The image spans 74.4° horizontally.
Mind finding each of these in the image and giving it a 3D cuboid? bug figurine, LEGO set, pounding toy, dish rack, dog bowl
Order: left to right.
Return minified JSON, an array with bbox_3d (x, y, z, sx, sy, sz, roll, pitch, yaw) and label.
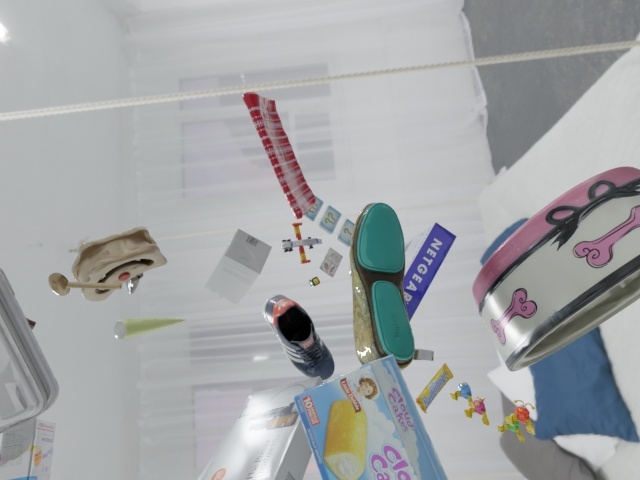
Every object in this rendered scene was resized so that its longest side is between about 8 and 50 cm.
[{"bbox_3d":[-0.650,0.219,0.712,0.072,0.286,0.332,24,131,62],"label":"dish rack"},{"bbox_3d":[-0.505,0.092,1.038,0.155,0.270,0.154,50,141,21],"label":"pounding toy"},{"bbox_3d":[0.000,0.000,1.151,0.060,0.182,0.244,-30,27,57],"label":"LEGO set"},{"bbox_3d":[0.598,0.581,1.452,0.072,0.279,0.216,-52,-43,-28],"label":"bug figurine"},{"bbox_3d":[0.446,0.049,0.721,0.150,0.408,0.408,57,167,32],"label":"dog bowl"}]

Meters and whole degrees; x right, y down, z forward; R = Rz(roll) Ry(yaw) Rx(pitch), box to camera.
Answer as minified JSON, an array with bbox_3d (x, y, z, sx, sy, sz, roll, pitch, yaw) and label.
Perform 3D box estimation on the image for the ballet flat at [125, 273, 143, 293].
[{"bbox_3d":[-0.775,0.163,1.751,0.250,0.058,0.084,-37,76,57],"label":"ballet flat"}]

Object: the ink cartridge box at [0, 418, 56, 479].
[{"bbox_3d":[-0.612,0.437,0.883,0.104,0.062,0.181,106,156,-60],"label":"ink cartridge box"}]

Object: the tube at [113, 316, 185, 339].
[{"bbox_3d":[-0.569,0.284,1.418,0.062,0.070,0.240,-55,-23,15],"label":"tube"}]

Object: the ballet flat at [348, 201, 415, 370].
[{"bbox_3d":[0.103,0.086,0.814,0.123,0.123,0.348,81,-174,-57],"label":"ballet flat"}]

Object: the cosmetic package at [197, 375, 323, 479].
[{"bbox_3d":[-0.152,0.568,1.188,0.097,0.285,0.377,59,-154,-12],"label":"cosmetic package"}]

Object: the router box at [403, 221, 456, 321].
[{"bbox_3d":[0.271,0.132,1.368,0.335,0.082,0.301,-56,-1,-18],"label":"router box"}]

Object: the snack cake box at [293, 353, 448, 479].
[{"bbox_3d":[0.084,0.324,0.619,0.089,0.152,0.264,8,-126,-56],"label":"snack cake box"}]

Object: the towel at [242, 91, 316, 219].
[{"bbox_3d":[-0.082,-0.188,0.932,0.199,0.031,0.274,-57,-56,-76],"label":"towel"}]

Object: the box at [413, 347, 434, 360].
[{"bbox_3d":[0.268,0.352,1.319,0.225,0.137,0.036,31,-118,-57],"label":"box"}]

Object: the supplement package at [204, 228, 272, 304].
[{"bbox_3d":[-0.375,0.123,1.901,0.293,0.178,0.175,-49,17,43],"label":"supplement package"}]

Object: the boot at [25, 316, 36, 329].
[{"bbox_3d":[-0.777,0.218,1.063,0.118,0.087,0.042,-45,35,28],"label":"boot"}]

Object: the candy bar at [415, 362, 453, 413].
[{"bbox_3d":[0.268,0.346,0.990,0.161,0.018,0.040,-26,-96,-46],"label":"candy bar"}]

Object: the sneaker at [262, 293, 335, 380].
[{"bbox_3d":[-0.050,0.325,1.335,0.350,0.131,0.148,54,158,-18],"label":"sneaker"}]
